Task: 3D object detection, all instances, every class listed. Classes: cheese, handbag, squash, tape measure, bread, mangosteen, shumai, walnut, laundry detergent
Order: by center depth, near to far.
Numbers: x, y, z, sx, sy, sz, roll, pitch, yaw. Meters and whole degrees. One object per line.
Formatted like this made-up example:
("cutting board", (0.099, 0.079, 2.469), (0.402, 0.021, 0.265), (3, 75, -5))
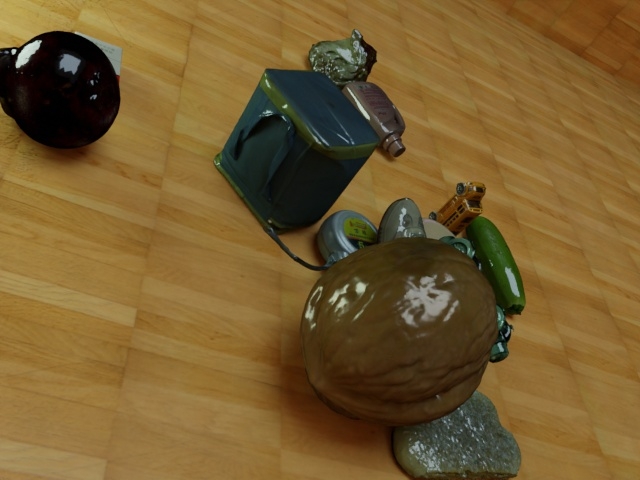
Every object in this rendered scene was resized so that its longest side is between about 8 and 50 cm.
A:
("walnut", (0.118, 0.147, 1.058), (0.333, 0.333, 0.333), (22, 40, -20))
("mangosteen", (-0.446, -0.255, 1.133), (0.210, 0.210, 0.210), (22, 40, -20))
("bread", (0.236, 0.326, 1.178), (0.286, 0.056, 0.207), (10, 47, -33))
("tape measure", (0.000, 0.001, 1.291), (0.330, 0.084, 0.164), (12, 42, -36))
("handbag", (-0.047, -0.183, 1.327), (0.222, 0.241, 0.263), (-20, 66, -48))
("cheese", (0.291, 0.040, 1.511), (0.227, 0.064, 0.137), (38, 41, 3))
("squash", (0.422, 0.047, 1.593), (0.082, 0.082, 0.292), (12, 44, -30))
("laundry detergent", (0.170, -0.327, 1.787), (0.171, 0.076, 0.237), (-15, 61, -47))
("shumai", (0.066, -0.516, 1.848), (0.184, 0.142, 0.184), (25, 37, -21))

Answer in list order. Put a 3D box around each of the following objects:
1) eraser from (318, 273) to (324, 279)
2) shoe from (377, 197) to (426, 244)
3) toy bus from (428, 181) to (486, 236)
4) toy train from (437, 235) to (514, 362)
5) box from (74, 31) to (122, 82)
("eraser", (0.052, 0.136, 1.251), (0.104, 0.023, 0.150), (17, 42, -25))
("shoe", (0.180, 0.047, 1.296), (0.103, 0.098, 0.275), (10, 74, -48))
("toy bus", (0.331, -0.070, 1.577), (0.069, 0.162, 0.074), (3, 52, -37))
("toy train", (0.266, 0.126, 1.328), (0.116, 0.177, 0.285), (47, 21, -57))
("box", (-0.457, -0.348, 1.334), (0.100, 0.048, 0.152), (14, 45, -25))
